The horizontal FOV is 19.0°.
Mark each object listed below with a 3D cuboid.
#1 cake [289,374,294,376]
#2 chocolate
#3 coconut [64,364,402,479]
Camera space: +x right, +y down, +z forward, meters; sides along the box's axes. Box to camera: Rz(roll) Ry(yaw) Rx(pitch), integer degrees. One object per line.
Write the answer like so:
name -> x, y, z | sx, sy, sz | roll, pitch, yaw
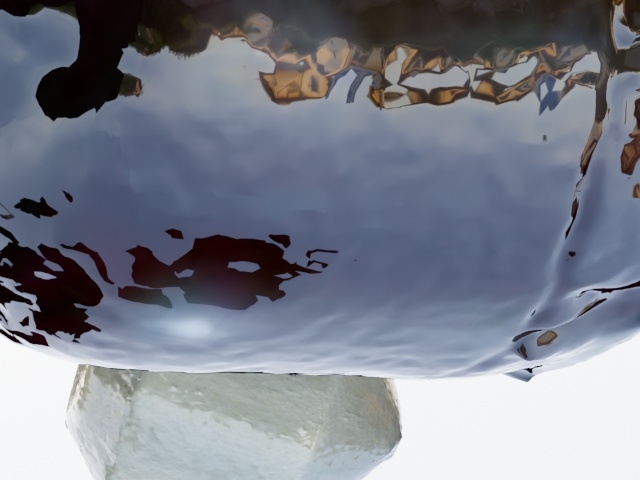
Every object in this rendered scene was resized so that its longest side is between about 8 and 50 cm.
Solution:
cake -> 0.000, 0.000, 1.368 | 0.135, 0.147, 0.134 | -6, -154, -25
chocolate -> -0.045, -0.102, 0.807 | 0.331, 0.383, 0.384 | -5, -160, -23
coconut -> -0.061, 0.122, 1.529 | 0.266, 0.237, 0.237 | 17, -167, -3
